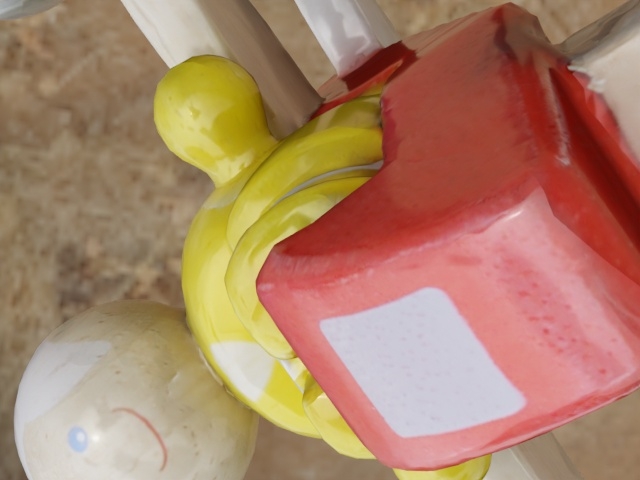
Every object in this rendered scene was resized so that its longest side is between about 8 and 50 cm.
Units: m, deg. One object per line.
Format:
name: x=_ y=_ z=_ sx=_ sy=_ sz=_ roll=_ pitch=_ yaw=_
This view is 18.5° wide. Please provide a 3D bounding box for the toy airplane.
toy airplane: x=0.000 y=0.000 z=0.728 sx=0.272 sy=0.386 sz=0.384 roll=-38 pitch=147 yaw=-7
